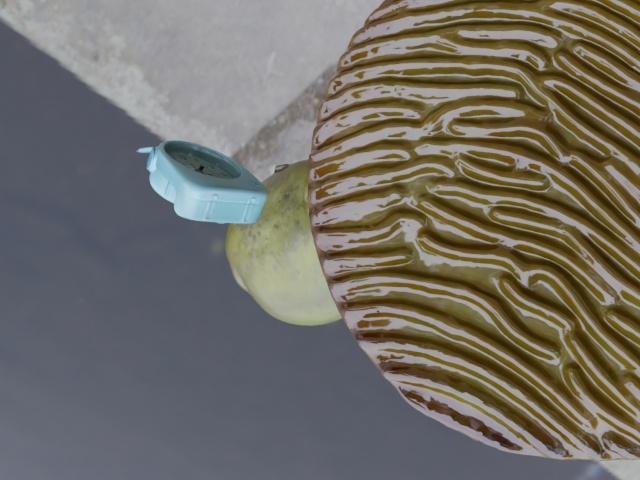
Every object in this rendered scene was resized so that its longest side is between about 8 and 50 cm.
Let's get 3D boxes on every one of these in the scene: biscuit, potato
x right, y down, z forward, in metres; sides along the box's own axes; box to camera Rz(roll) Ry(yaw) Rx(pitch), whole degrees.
[{"bbox_3d":[0.142,-0.037,0.606,0.317,0.318,0.040,-8,169,16],"label":"biscuit"},{"bbox_3d":[0.000,-0.002,1.249,0.228,0.148,0.197,-41,71,27],"label":"potato"}]

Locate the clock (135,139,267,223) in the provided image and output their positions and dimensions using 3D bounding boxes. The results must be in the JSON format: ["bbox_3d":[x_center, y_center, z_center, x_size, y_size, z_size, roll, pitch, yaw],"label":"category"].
[{"bbox_3d":[-0.132,-0.069,1.138,0.108,0.147,0.045,4,117,-43],"label":"clock"}]
